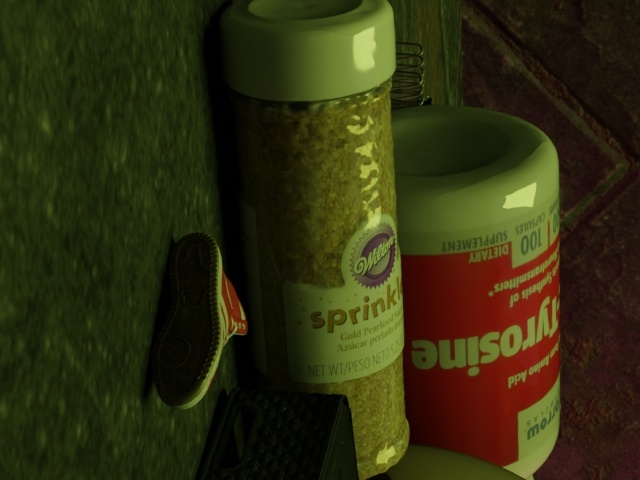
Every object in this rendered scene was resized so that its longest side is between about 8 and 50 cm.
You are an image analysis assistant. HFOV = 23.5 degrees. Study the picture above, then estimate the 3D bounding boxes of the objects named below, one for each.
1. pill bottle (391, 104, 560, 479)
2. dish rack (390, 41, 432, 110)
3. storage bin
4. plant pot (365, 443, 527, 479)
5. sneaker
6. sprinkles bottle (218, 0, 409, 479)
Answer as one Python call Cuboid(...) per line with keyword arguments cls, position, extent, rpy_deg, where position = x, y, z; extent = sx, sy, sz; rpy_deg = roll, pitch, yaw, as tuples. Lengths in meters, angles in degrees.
Cuboid(cls="pill bottle", position=(0.113, 0.097, 1.460), extent=(0.229, 0.229, 0.408), rpy_deg=(-71, 159, -62))
Cuboid(cls="dish rack", position=(0.083, -0.119, 1.700), extent=(0.271, 0.074, 0.208), rpy_deg=(78, 13, -63))
Cuboid(cls="storage bin", position=(-0.023, 0.204, 1.083), extent=(0.122, 0.084, 0.180), rpy_deg=(-72, 161, -51))
Cuboid(cls="plant pot", position=(0.126, 0.302, 1.306), extent=(0.284, 0.191, 0.284), rpy_deg=(175, -90, -68))
Cuboid(cls="sneaker", position=(-0.072, 0.061, 0.936), extent=(0.067, 0.042, 0.118), rpy_deg=(72, 18, -52))
Cuboid(cls="sprinkles bottle", position=(0.000, 0.000, 1.121), extent=(0.121, 0.121, 0.355), rpy_deg=(-70, 158, -63))
